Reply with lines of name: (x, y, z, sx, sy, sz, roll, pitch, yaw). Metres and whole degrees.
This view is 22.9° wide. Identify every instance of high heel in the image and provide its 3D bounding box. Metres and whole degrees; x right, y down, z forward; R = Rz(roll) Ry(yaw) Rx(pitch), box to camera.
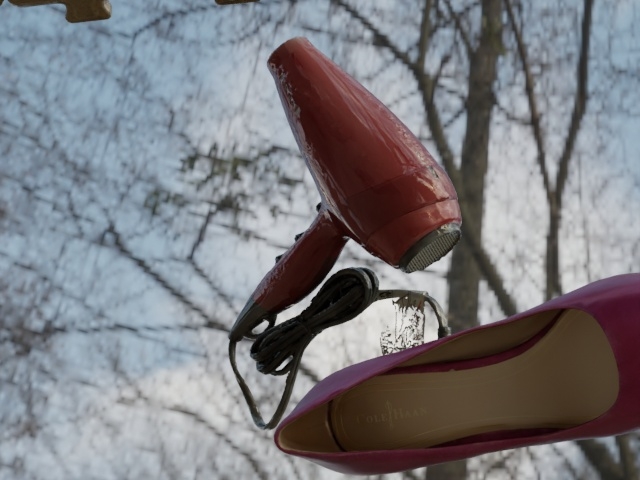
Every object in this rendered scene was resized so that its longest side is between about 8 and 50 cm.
high heel: (0.092, 0.072, 0.811, 0.244, 0.117, 0.082, -13, -92, 40)

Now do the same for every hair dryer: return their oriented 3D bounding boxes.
hair dryer: (0.000, 0.000, 1.135, 0.223, 0.080, 0.294, 0, -85, 34)

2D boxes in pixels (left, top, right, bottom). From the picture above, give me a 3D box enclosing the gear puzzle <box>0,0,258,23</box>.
gear puzzle: (-0.178, -0.181, 0.769, 0.339, 0.044, 0.175, -5, -42, 7)
